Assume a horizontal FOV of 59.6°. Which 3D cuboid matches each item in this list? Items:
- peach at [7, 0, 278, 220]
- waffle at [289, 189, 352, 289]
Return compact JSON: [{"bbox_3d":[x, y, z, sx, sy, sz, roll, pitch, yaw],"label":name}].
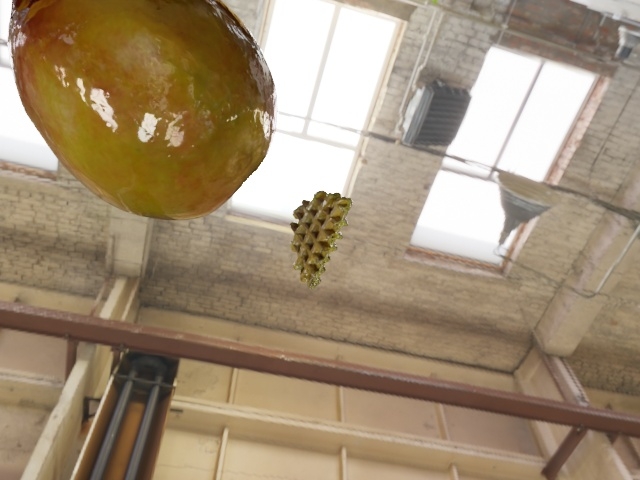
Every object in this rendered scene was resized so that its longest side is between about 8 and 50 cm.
[{"bbox_3d":[-0.213,-0.184,0.685,0.332,0.308,0.308,44,-170,-37],"label":"peach"},{"bbox_3d":[0.000,0.000,1.059,0.046,0.192,0.160,-6,-172,-41],"label":"waffle"}]
